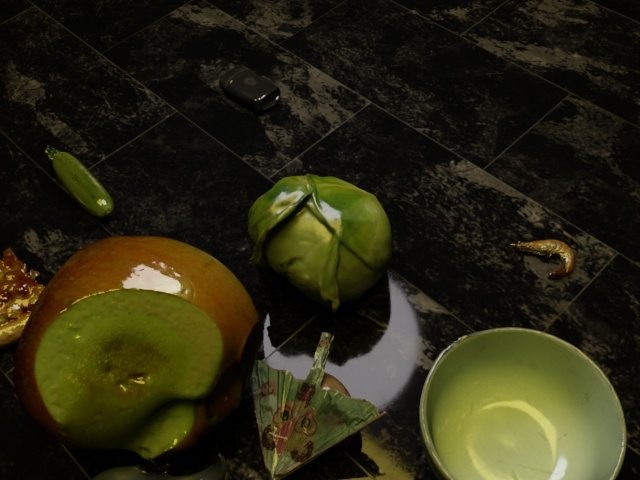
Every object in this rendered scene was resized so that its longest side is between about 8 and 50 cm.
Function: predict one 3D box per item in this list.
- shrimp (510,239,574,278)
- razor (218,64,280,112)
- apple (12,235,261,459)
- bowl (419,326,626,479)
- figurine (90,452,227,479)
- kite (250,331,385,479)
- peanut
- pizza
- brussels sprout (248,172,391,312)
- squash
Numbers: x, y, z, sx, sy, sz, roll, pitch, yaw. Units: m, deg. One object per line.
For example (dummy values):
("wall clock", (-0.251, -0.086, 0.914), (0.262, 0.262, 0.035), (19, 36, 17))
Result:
("shrimp", (0.434, 0.031, 1.477), (0.127, 0.025, 0.091), (10, 55, 9))
("razor", (-0.168, -0.366, 1.820), (0.148, 0.054, 0.090), (35, 62, 27))
("apple", (-0.283, 0.181, 1.218), (0.374, 0.374, 0.384), (12, 39, 14))
("bowl", (0.306, 0.306, 1.186), (0.307, 0.163, 0.307), (-2, 52, 2))
("figurine", (-0.242, 0.427, 1.143), (0.265, 0.197, 0.175), (-11, 38, 6))
("kite", (-0.035, 0.280, 1.269), (0.323, 0.013, 0.268), (13, 75, 42))
("peanut", (0.019, 0.284, 1.285), (0.076, 0.076, 0.152), (-20, 50, -11))
("pizza", (-0.644, 0.111, 1.473), (0.289, 0.081, 0.229), (-18, 52, -7))
("brussels sprout", (-0.001, -0.003, 1.413), (0.259, 0.227, 0.294), (41, 31, 19))
("squash", (-0.527, -0.127, 1.658), (0.066, 0.066, 0.252), (-35, 58, -20))
